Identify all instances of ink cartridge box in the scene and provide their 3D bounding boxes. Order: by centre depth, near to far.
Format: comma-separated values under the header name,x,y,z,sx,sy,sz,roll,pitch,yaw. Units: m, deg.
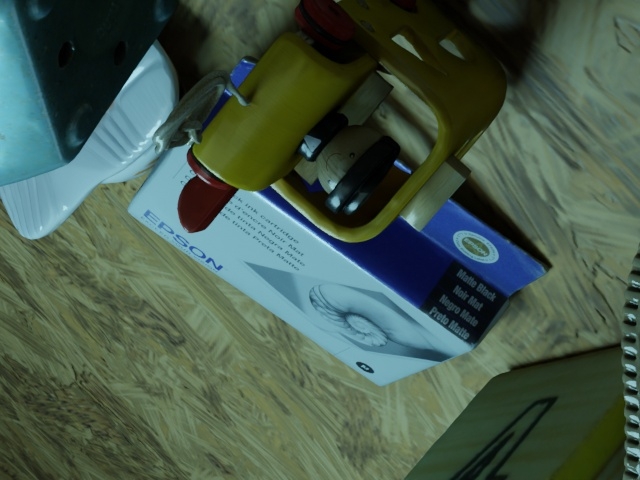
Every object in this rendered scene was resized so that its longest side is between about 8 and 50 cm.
name,x,y,z,sx,sy,sz,roll,pitch,yaw
ink cartridge box,0.000,0.000,0.966,0.223,0.045,0.224,35,156,-7

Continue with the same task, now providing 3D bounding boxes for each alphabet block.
name,x,y,z,sx,sy,sz,roll,pitch,yaw
alphabet block,0.157,0.193,0.903,0.192,0.193,0.197,47,155,-10

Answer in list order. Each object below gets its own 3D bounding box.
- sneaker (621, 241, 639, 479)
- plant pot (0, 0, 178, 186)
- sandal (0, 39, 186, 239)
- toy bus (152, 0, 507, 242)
name,x,y,z,sx,sy,sz,roll,pitch,yaw
sneaker,0.226,0.071,0.745,0.099,0.153,0.282,23,118,43
plant pot,-0.226,-0.171,0.875,0.252,0.247,0.247,18,148,17
sandal,-0.153,-0.084,1.073,0.265,0.076,0.102,-34,81,53
toy bus,0.021,-0.053,0.722,0.104,0.202,0.191,41,160,4
